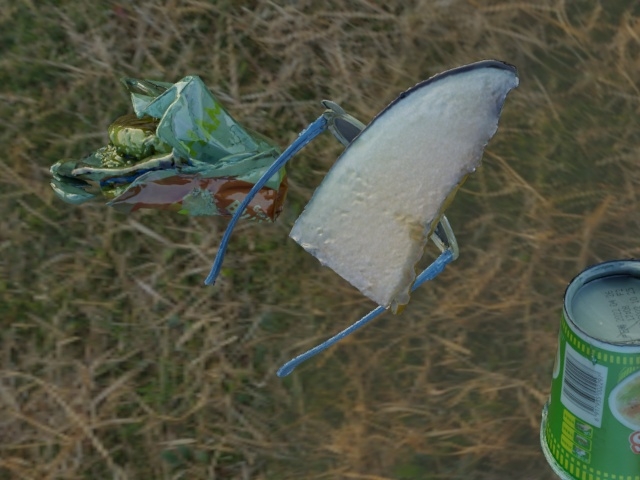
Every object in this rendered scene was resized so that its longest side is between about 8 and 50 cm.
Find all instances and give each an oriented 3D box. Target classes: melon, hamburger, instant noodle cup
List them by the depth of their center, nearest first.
[{"bbox_3d":[0.062,-0.049,0.888,0.098,0.054,0.182,31,93,44],"label":"melon"},{"bbox_3d":[-0.157,-0.109,1.439,0.276,0.260,0.150,7,97,12],"label":"hamburger"},{"bbox_3d":[0.351,0.153,1.515,0.207,0.232,0.207,-6,40,5],"label":"instant noodle cup"}]

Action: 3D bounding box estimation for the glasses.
[{"bbox_3d":[0.009,0.004,1.217,0.220,0.088,0.189,-46,72,13],"label":"glasses"}]
